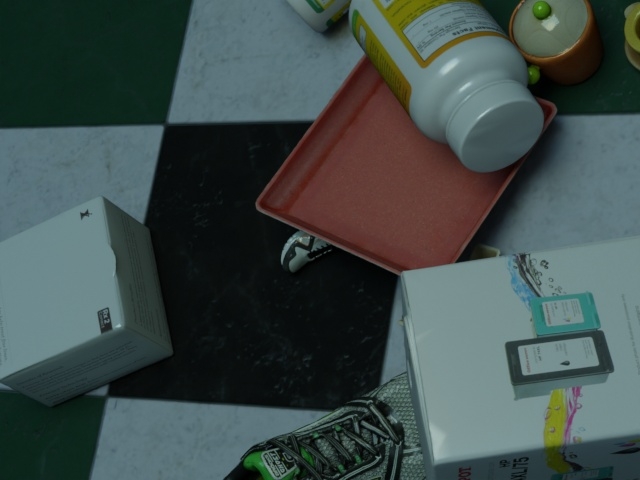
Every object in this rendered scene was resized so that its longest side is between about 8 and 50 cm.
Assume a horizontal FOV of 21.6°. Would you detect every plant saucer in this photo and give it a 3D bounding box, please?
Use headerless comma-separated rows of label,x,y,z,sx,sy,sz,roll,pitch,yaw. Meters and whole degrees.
plant saucer,0.099,-0.081,1.881,0.259,0.048,0.258,25,70,32

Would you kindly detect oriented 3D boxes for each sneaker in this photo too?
sneaker,0.011,0.245,1.753,0.343,0.146,0.134,-37,57,6
sneaker,0.000,0.000,1.924,0.109,0.040,0.044,-45,59,4

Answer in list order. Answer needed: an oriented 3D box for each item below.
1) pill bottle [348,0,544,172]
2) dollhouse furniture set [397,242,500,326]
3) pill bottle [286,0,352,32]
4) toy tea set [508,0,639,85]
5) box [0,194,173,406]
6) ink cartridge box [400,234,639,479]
pill bottle,0.140,-0.190,1.821,0.136,0.136,0.246,-37,52,8
dollhouse furniture set,0.134,0.045,1.812,0.091,0.081,0.114,17,78,31
pill bottle,0.039,-0.356,2.007,0.208,0.117,0.118,-41,57,7
toy tea set,0.294,-0.325,1.860,0.200,0.124,0.336,-17,63,20
box,-0.291,0.074,1.994,0.181,0.119,0.181,-23,60,17
ink cartridge box,0.222,0.133,1.612,0.270,0.198,0.197,-9,65,0
